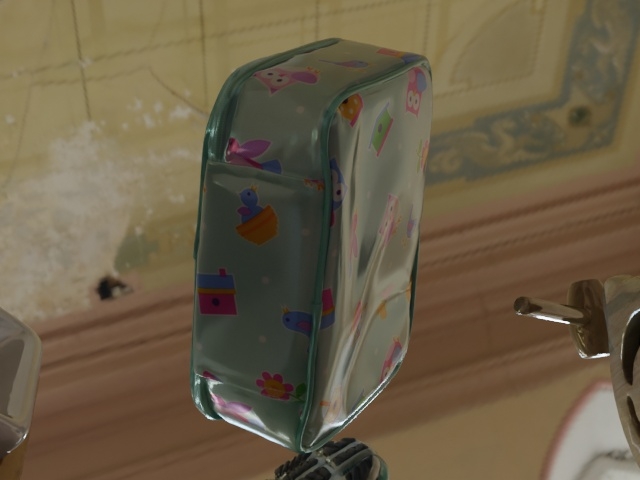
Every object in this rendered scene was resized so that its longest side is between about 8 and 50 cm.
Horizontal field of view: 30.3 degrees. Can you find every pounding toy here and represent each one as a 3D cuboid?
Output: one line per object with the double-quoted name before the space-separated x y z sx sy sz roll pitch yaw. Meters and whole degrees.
"pounding toy" 0.226 0.098 0.815 0.155 0.154 0.269 -12 -4 -5

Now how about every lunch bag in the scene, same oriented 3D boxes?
"lunch bag" 0.000 0.000 0.860 0.224 0.108 0.279 -39 -42 -59

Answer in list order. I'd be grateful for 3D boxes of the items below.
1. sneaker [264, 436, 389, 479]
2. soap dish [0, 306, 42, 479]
"sneaker" -0.025 0.280 0.947 0.110 0.107 0.275 29 -84 -26
"soap dish" -0.312 0.061 0.708 0.291 0.229 0.118 35 -86 -15
